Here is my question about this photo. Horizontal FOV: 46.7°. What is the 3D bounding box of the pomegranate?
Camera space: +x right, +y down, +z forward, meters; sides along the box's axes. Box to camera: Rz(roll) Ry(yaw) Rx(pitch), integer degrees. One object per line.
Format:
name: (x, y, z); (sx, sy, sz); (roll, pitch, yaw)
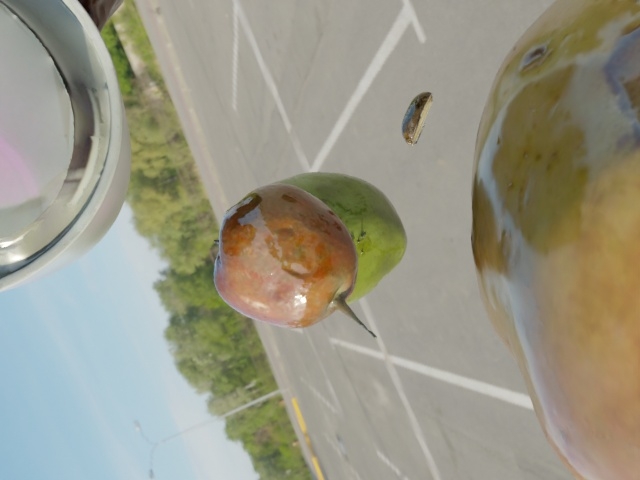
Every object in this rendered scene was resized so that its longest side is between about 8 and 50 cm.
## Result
pomegranate: (0.282, -0.007, 0.421); (0.411, 0.411, 0.412); (157, 90, -82)

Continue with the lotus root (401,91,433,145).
lotus root: (0.138, -0.182, 1.089); (0.030, 0.083, 0.037); (17, 164, 19)

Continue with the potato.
potato: (-0.002, -0.001, 1.148); (0.215, 0.304, 0.216); (11, 108, 38)

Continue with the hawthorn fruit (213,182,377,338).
hawthorn fruit: (-0.024, 0.030, 0.770); (0.189, 0.149, 0.149); (39, 173, -4)

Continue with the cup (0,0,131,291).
cup: (-0.290, -0.076, 0.640); (0.371, 0.253, 0.253); (168, 79, -79)

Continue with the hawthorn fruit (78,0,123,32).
hawthorn fruit: (-0.345, -0.373, 0.816); (0.325, 0.308, 0.308); (53, 166, 33)
